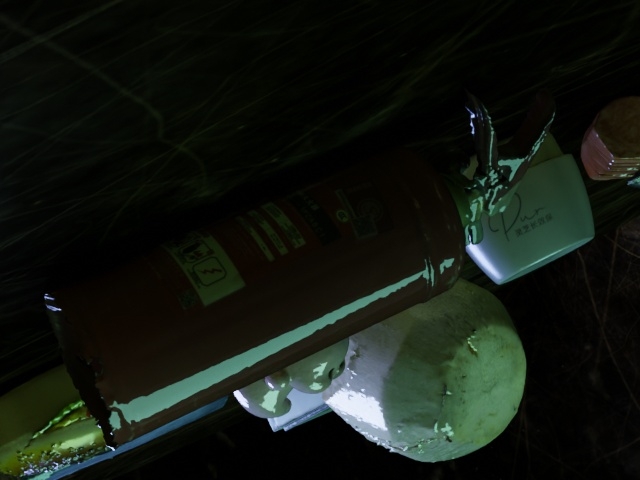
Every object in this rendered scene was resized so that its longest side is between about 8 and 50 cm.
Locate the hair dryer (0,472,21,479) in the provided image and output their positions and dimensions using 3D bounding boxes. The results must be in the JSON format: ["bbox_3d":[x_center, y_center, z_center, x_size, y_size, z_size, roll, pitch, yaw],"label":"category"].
[{"bbox_3d":[-0.444,0.276,1.187,0.352,0.125,0.210,-13,166,-34],"label":"hair dryer"}]

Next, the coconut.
[{"bbox_3d":[0.120,0.154,1.782,0.245,0.245,0.247,-21,-155,-39],"label":"coconut"}]

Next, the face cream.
[{"bbox_3d":[0.164,-0.028,1.152,0.117,0.104,0.117,-26,171,-4],"label":"face cream"}]

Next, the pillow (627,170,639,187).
[{"bbox_3d":[0.498,-0.101,2.017,0.091,0.055,0.135,-50,168,17],"label":"pillow"}]

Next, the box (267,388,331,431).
[{"bbox_3d":[0.036,0.208,2.308,0.225,0.117,0.225,-30,172,25],"label":"box"}]

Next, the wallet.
[{"bbox_3d":[-0.298,0.277,1.907,0.379,0.046,0.191,-24,171,-16],"label":"wallet"}]

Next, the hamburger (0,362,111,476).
[{"bbox_3d":[-0.217,0.151,1.167,0.141,0.081,0.126,-29,172,6],"label":"hamburger"}]

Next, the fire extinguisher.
[{"bbox_3d":[0.000,0.000,0.857,0.337,0.106,0.147,-25,148,-17],"label":"fire extinguisher"}]

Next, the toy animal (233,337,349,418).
[{"bbox_3d":[-0.009,0.126,1.596,0.212,0.124,0.124,-27,174,30],"label":"toy animal"}]

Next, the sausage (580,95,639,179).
[{"bbox_3d":[0.275,-0.089,1.278,0.065,0.065,0.169,-27,174,3],"label":"sausage"}]
